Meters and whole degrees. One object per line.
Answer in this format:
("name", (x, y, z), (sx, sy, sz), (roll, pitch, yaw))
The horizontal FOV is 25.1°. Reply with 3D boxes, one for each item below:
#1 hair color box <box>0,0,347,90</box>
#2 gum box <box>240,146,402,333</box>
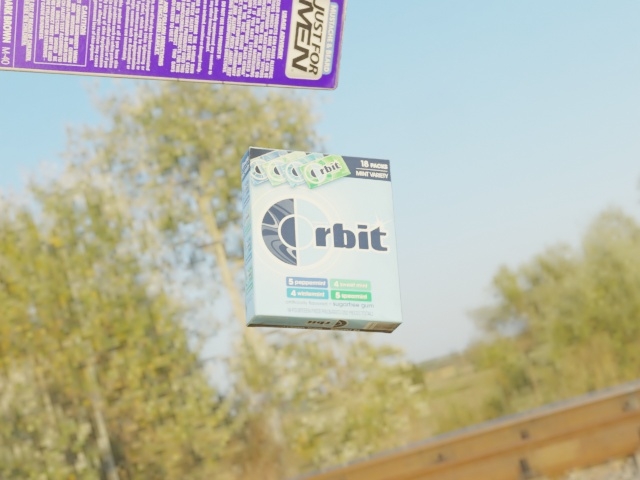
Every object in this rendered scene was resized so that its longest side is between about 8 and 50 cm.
("hair color box", (-0.164, -0.214, 1.351), (0.339, 0.110, 0.185), (3, 15, -19))
("gum box", (0.000, 0.000, 1.479), (0.157, 0.184, 0.041), (4, -23, -17))
